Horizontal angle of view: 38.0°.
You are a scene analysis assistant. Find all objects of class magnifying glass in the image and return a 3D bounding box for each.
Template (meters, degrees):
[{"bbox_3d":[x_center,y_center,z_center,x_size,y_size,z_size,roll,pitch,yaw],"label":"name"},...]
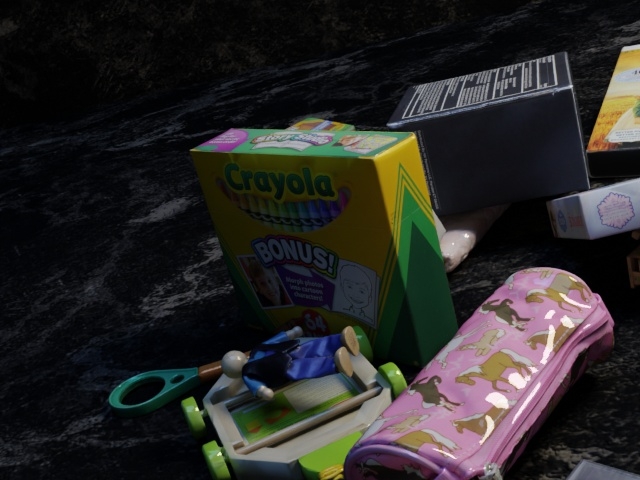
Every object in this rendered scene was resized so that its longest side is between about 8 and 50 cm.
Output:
[{"bbox_3d":[-0.203,0.208,1.387,0.230,0.026,0.092,-16,23,-1],"label":"magnifying glass"}]

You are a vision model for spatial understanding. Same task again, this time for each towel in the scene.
[{"bbox_3d":[0.166,-0.039,1.659,0.316,0.053,0.332,1,29,35],"label":"towel"}]

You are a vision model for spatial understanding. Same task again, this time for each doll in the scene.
[{"bbox_3d":[-0.044,0.154,1.206,0.188,0.046,0.129,-12,33,25],"label":"doll"}]

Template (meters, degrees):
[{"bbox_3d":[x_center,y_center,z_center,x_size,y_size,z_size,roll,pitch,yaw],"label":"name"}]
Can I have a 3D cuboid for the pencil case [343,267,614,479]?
[{"bbox_3d":[0.190,0.176,1.041,0.167,0.160,0.386,25,41,25],"label":"pencil case"}]

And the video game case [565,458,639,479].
[{"bbox_3d":[0.318,0.301,0.848,0.274,0.026,0.196,9,34,43],"label":"video game case"}]

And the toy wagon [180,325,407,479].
[{"bbox_3d":[-0.022,0.227,1.177,0.267,0.068,0.344,-22,25,-13],"label":"toy wagon"}]

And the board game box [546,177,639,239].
[{"bbox_3d":[0.508,-0.068,1.339,0.317,0.066,0.318,-14,-1,7],"label":"board game box"}]

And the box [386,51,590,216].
[{"bbox_3d":[0.291,-0.180,1.577,0.293,0.183,0.296,-11,18,17],"label":"box"}]

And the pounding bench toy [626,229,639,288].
[{"bbox_3d":[0.467,0.025,1.286,0.052,0.083,0.065,-32,27,-33],"label":"pounding bench toy"}]

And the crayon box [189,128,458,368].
[{"bbox_3d":[0.000,0.000,1.353,0.362,0.313,0.106,7,32,42],"label":"crayon box"}]

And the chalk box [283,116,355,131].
[{"bbox_3d":[0.004,-0.164,1.939,0.132,0.132,0.213,-30,27,-27],"label":"chalk box"}]

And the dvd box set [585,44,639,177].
[{"bbox_3d":[0.687,-0.261,1.730,0.307,0.062,0.420,-1,36,30],"label":"dvd box set"}]

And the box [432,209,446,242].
[{"bbox_3d":[0.088,-0.001,1.473,0.170,0.091,0.130,11,61,41],"label":"box"}]
